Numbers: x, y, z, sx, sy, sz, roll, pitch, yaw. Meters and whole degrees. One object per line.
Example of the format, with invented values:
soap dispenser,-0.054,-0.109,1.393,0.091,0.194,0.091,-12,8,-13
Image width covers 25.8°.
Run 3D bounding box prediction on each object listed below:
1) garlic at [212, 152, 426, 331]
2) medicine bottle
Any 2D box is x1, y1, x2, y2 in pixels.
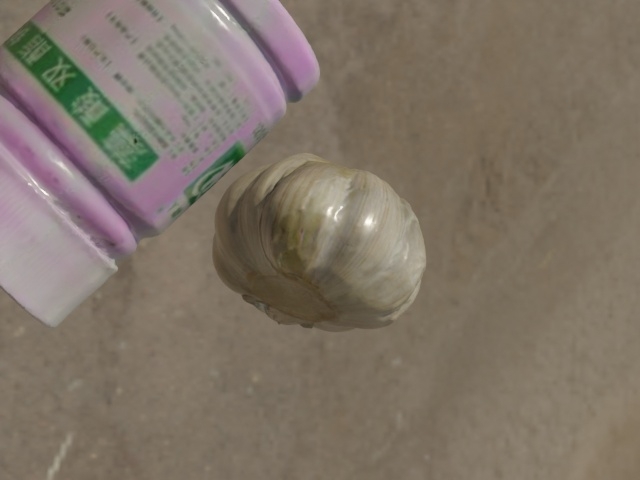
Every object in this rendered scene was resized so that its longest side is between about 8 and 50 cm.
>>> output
garlic,0.004,0.001,1.401,0.228,0.228,0.152,46,53,-48
medicine bottle,-0.183,-0.107,1.198,0.325,0.212,0.212,-43,135,-5
